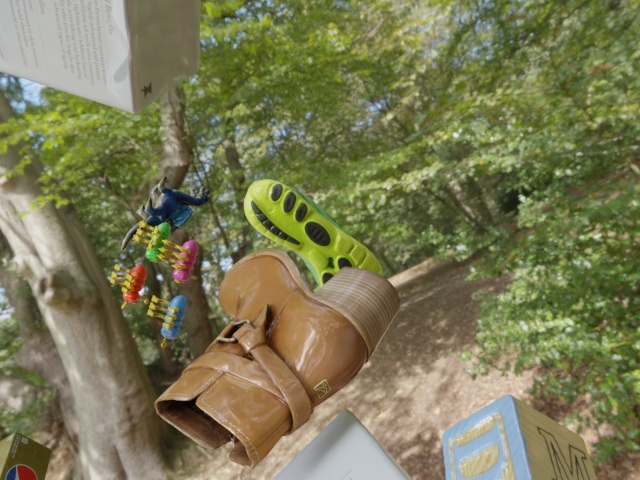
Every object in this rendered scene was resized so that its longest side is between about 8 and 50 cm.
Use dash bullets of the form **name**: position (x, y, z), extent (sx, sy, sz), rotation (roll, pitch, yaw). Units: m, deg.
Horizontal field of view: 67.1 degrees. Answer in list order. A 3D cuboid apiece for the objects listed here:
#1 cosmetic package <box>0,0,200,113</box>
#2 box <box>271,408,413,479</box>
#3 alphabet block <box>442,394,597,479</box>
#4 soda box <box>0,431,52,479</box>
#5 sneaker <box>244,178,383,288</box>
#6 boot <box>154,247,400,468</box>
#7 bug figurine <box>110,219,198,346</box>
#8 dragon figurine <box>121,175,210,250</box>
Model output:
- **cosmetic package**: position (-0.534, -0.558, 1.146), extent (0.327, 0.393, 0.329), rotation (-64, -9, -50)
- **box**: position (0.047, 0.271, 0.317), extent (0.168, 0.215, 0.345), rotation (-40, -7, -10)
- **alphabet block**: position (0.364, 0.437, 0.881), extent (0.192, 0.197, 0.193), rotation (-49, 17, 35)
- **soda box**: position (-0.379, 0.326, 0.565), extent (0.058, 0.061, 0.181), rotation (-32, 35, 8)
- **sneaker**: position (0.000, 0.000, 0.792), extent (0.109, 0.295, 0.123), rotation (-39, 23, 10)
- **boot**: position (-0.078, 0.113, 0.510), extent (0.283, 0.109, 0.220), rotation (7, 35, 42)
- **bug figurine**: position (-0.335, 0.079, 1.009), extent (0.279, 0.216, 0.072), rotation (24, 5, 43)
- **dragon figurine**: position (-0.394, -0.066, 1.268), extent (0.085, 0.144, 0.289), rotation (-30, 31, 40)
